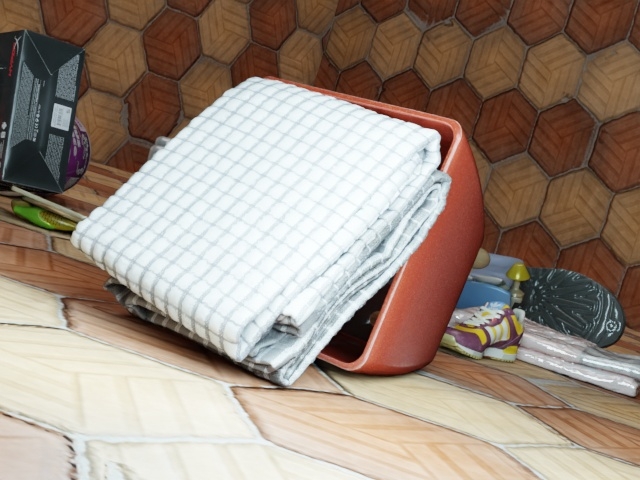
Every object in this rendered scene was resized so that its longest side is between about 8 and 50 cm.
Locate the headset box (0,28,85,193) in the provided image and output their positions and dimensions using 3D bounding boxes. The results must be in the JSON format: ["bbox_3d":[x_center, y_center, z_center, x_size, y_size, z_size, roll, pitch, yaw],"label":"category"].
[{"bbox_3d":[-0.495,-0.185,1.564,0.293,0.218,0.110,5,-5,40],"label":"headset box"}]

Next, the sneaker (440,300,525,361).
[{"bbox_3d":[0.230,0.123,1.501,0.070,0.083,0.185,19,4,37],"label":"sneaker"}]

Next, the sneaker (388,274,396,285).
[{"bbox_3d":[0.161,0.036,1.584,0.112,0.319,0.131,-14,-47,22],"label":"sneaker"}]

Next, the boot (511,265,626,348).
[{"bbox_3d":[0.538,0.148,2.320,0.367,0.146,0.445,21,0,30],"label":"boot"}]

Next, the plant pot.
[{"bbox_3d":[0.038,0.006,1.177,0.267,0.267,0.236,19,-8,33],"label":"plant pot"}]

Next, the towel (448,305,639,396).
[{"bbox_3d":[0.386,0.173,1.737,0.317,0.053,0.332,18,3,20],"label":"towel"}]

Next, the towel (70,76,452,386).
[{"bbox_3d":[-0.048,-0.012,0.979,0.235,0.283,0.121,25,-30,32],"label":"towel"}]

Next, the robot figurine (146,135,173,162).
[{"bbox_3d":[-0.263,-0.153,2.656,0.354,0.199,0.300,17,27,-3],"label":"robot figurine"}]

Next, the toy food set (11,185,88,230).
[{"bbox_3d":[-0.382,-0.031,1.523,0.132,0.038,0.192,23,-4,-3],"label":"toy food set"}]

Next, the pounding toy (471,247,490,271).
[{"bbox_3d":[0.142,0.051,1.783,0.270,0.154,0.154,-15,-22,22],"label":"pounding toy"}]

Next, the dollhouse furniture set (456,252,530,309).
[{"bbox_3d":[0.284,-0.010,2.068,0.303,0.198,0.286,9,21,20],"label":"dollhouse furniture set"}]

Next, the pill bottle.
[{"bbox_3d":[-0.507,-0.164,1.883,0.169,0.169,0.301,17,4,0],"label":"pill bottle"}]
